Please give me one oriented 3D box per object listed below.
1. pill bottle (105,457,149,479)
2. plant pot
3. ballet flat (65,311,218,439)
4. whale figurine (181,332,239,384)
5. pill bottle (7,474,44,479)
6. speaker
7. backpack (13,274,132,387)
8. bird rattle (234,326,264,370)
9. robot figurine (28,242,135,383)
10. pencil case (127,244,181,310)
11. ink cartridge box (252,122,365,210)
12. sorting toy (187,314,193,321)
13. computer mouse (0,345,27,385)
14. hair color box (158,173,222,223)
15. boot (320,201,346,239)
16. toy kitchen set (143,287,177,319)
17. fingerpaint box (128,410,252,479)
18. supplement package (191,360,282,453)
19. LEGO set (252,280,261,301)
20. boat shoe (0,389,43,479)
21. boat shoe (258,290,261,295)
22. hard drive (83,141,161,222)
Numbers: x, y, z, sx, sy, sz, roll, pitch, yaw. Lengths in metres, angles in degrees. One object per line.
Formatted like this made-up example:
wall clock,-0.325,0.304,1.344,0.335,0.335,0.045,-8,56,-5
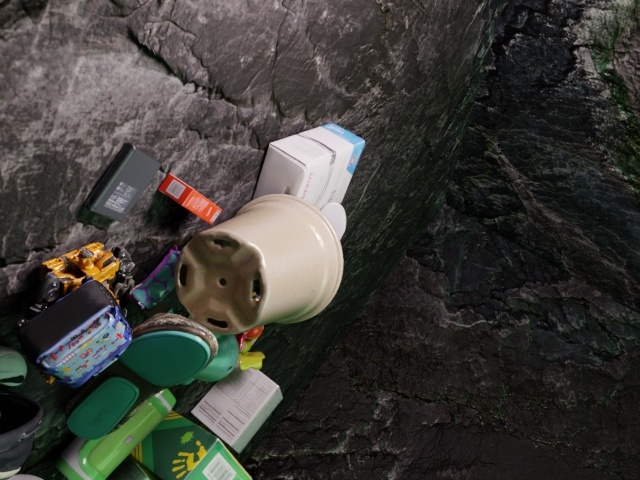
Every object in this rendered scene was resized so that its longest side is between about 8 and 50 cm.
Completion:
pill bottle,-0.562,0.718,1.606,0.229,0.131,0.131,-48,159,-23
plant pot,-0.151,0.066,1.199,0.333,0.334,0.305,-62,166,16
ballet flat,-0.384,0.261,1.147,0.483,0.164,0.182,-39,-160,27
whale figurine,-0.339,0.341,1.526,0.216,0.141,0.272,-59,161,8
pill bottle,-0.696,0.665,1.144,0.278,0.162,0.162,-60,161,9
speaker,-0.518,0.489,1.352,0.296,0.131,0.131,-45,158,-31
backpack,-0.396,0.169,0.893,0.158,0.117,0.173,-38,154,-22
bird rattle,-0.260,0.310,1.778,0.206,0.143,0.253,-56,152,-39
robot figurine,-0.454,0.126,0.982,0.211,0.085,0.290,-32,150,-52
pencil case,-0.359,0.087,1.181,0.151,0.065,0.070,-50,132,-21
ink cartridge box,-0.033,-0.177,1.455,0.307,0.129,0.223,-33,152,-51
sorting toy,-0.339,0.208,1.485,0.083,0.045,0.075,-57,180,0
computer mouse,-0.545,0.199,0.879,0.042,0.106,0.193,-36,165,-9
hair color box,-0.271,-0.085,1.109,0.043,0.072,0.141,-56,161,-4
boot,0.000,0.000,1.556,0.123,0.095,0.258,-133,-126,-65
toy kitchen set,-0.333,0.196,1.334,0.166,0.122,0.207,-44,158,-33
fingerpaint box,-0.329,0.687,1.476,0.163,0.371,0.444,-47,124,-31
supplement package,-0.303,0.614,1.969,0.262,0.198,0.199,-49,160,-23
LEGO set,-0.172,0.109,1.581,0.255,0.192,0.331,-37,175,1
boat shoe,-0.585,0.280,0.777,0.155,0.187,0.500,-57,167,-15
boat shoe,-0.117,0.211,1.888,0.123,0.123,0.342,-56,161,-3
hard drive,-0.353,-0.102,0.953,0.135,0.022,0.094,-56,161,-2
